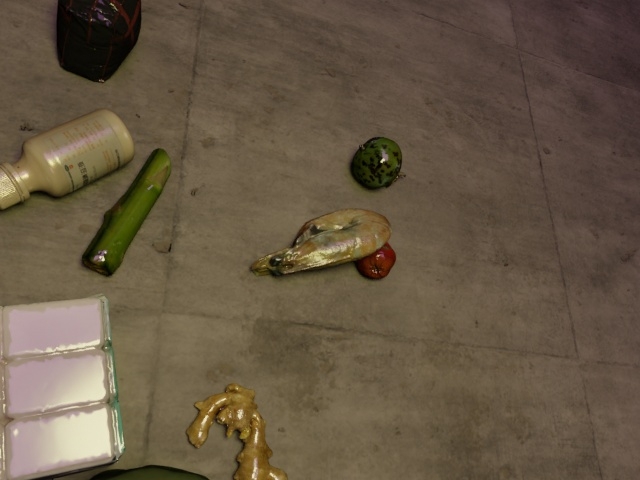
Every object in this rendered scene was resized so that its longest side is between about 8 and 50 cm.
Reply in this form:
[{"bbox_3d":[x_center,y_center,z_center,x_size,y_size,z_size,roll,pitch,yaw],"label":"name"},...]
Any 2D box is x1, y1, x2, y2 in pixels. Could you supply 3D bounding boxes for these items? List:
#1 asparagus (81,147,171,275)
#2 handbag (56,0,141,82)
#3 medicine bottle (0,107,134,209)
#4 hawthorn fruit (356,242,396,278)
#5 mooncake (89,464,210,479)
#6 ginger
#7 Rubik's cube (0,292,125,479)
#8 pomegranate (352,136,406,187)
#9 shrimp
[{"bbox_3d":[-0.353,-0.058,1.018,0.067,0.060,0.277,19,59,7],"label":"asparagus"},{"bbox_3d":[-0.442,-0.457,1.092,0.155,0.169,0.215,15,61,-18],"label":"handbag"},{"bbox_3d":[-0.468,-0.141,0.969,0.252,0.114,0.114,-36,85,-33],"label":"medicine bottle"},{"bbox_3d":[0.118,0.037,1.178,0.093,0.093,0.093,10,64,-20],"label":"hawthorn fruit"},{"bbox_3d":[-0.251,0.493,0.733,0.357,0.194,0.356,7,67,-18],"label":"mooncake"},{"bbox_3d":[-0.132,0.342,0.936,0.193,0.052,0.176,18,66,-15],"label":"ginger"},{"bbox_3d":[-0.408,0.225,0.761,0.222,0.231,0.224,-4,68,-26],"label":"Rubik's cube"},{"bbox_3d":[0.144,-0.172,1.268,0.161,0.122,0.122,32,54,-41],"label":"pomegranate"},{"bbox_3d":[0.000,0.000,1.132,0.318,0.077,0.168,-16,32,-17],"label":"shrimp"}]
